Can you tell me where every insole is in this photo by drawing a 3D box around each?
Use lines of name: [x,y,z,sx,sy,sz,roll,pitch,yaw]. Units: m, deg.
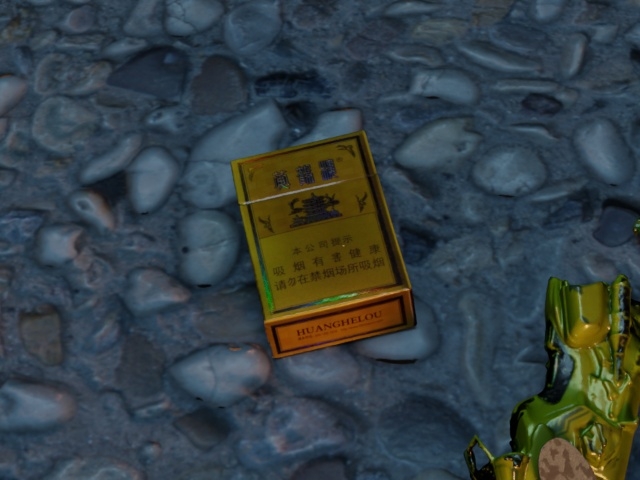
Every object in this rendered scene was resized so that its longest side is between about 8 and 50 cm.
insole: [0.294,0.308,1.886,0.065,0.006,0.193,-28,93,-14]

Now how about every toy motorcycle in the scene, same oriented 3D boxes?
toy motorcycle: [0.281,0.204,1.978,0.206,0.142,0.342,16,67,-5]

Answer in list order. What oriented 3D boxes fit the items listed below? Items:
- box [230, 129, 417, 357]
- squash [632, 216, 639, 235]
box: [0.000,0.000,2.251,0.193,0.084,0.301,-12,47,-2]
squash: [0.584,-0.023,2.155,0.370,0.118,0.118,6,50,19]
